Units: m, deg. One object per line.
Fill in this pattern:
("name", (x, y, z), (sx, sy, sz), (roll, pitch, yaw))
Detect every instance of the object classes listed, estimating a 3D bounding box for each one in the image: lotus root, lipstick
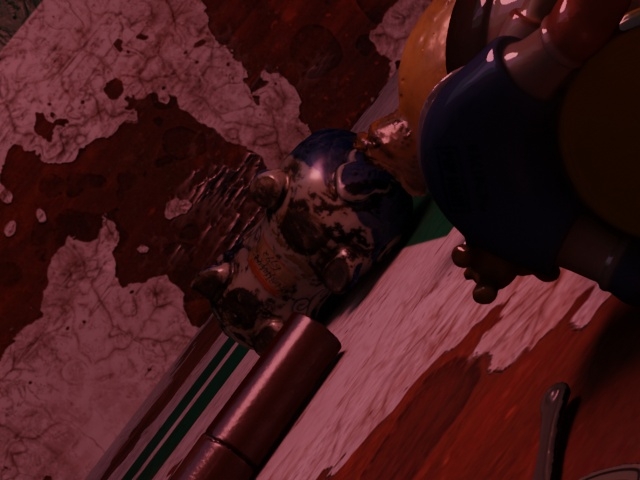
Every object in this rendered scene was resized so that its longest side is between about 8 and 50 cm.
("lotus root", (0.152, -0.151, 1.025), (0.303, 0.131, 0.146), (-51, -17, 7))
("lipstick", (-0.103, 0.214, 1.167), (0.357, 0.057, 0.057), (-55, 6, -17))

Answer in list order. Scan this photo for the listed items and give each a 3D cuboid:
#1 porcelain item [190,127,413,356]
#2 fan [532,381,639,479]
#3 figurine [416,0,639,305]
("porcelain item", (0.000, 0.000, 1.410), (0.186, 0.138, 0.288), (-33, -14, -46))
("fan", (0.079, 0.119, 0.541), (0.132, 0.009, 0.220), (-46, 9, 31))
("figurine", (0.137, -0.081, 0.690), (0.158, 0.161, 0.275), (-7, 24, 15))
